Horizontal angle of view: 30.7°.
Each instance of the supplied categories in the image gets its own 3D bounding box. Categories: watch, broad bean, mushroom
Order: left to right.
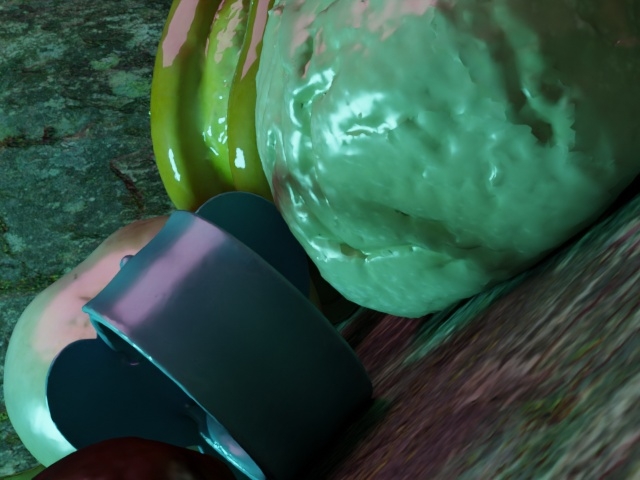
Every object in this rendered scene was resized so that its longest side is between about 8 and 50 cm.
[{"bbox_3d":[-0.115,0.171,0.619,0.156,0.122,0.228,-46,6,-25],"label":"broad bean"},{"bbox_3d":[-0.118,0.112,0.963,0.260,0.234,0.253,-9,49,12],"label":"mushroom"},{"bbox_3d":[-0.055,0.075,0.733,0.211,0.211,0.193,-47,17,-15],"label":"watch"}]

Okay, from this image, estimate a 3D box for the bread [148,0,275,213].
[{"bbox_3d":[-0.018,-0.146,1.011,0.270,0.211,0.315,3,80,48],"label":"bread"}]

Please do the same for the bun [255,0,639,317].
[{"bbox_3d":[0.096,-0.128,0.720,0.349,0.227,0.352,-43,6,19],"label":"bun"}]

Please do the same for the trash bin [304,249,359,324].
[{"bbox_3d":[0.003,0.009,1.244,0.243,0.121,0.247,-47,6,-18],"label":"trash bin"}]

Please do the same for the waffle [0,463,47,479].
[{"bbox_3d":[-0.254,0.259,1.099,0.248,0.055,0.221,-15,-22,-45],"label":"waffle"}]
